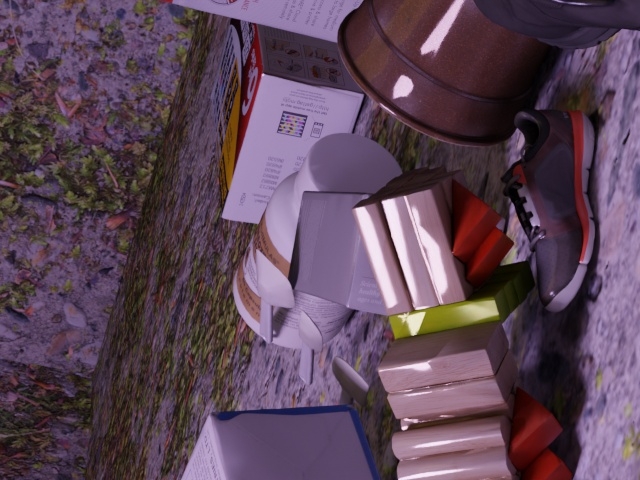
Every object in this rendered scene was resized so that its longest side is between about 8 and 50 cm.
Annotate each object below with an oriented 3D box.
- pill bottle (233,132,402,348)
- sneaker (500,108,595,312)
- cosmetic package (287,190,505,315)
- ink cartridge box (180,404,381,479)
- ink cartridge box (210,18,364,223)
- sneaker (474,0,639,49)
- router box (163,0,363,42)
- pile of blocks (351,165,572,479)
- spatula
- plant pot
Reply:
[{"bbox_3d":[0.000,0.000,1.584,0.229,0.131,0.131,118,159,-50],"label":"pill bottle"},{"bbox_3d":[0.155,-0.024,1.103,0.061,0.064,0.158,126,153,-60],"label":"sneaker"},{"bbox_3d":[0.059,0.012,1.346,0.238,0.127,0.107,-157,77,-78],"label":"cosmetic package"},{"bbox_3d":[-0.058,0.370,1.379,0.395,0.151,0.270,116,147,-41],"label":"ink cartridge box"},{"bbox_3d":[-0.058,-0.152,1.956,0.309,0.130,0.272,-100,24,-57],"label":"ink cartridge box"},{"bbox_3d":[0.162,-0.180,0.974,0.286,0.130,0.109,-169,84,-65],"label":"sneaker"},{"bbox_3d":[-0.002,-0.352,1.521,0.335,0.301,0.082,116,161,-49],"label":"router box"},{"bbox_3d":[0.121,0.113,1.084,0.112,0.149,0.362,-12,78,28],"label":"pile of blocks"},{"bbox_3d":[-0.012,0.103,1.489,0.019,0.168,0.242,-41,-12,-13],"label":"spatula"},{"bbox_3d":[0.121,-0.189,1.204,0.167,0.167,0.165,-93,27,-47],"label":"plant pot"}]
